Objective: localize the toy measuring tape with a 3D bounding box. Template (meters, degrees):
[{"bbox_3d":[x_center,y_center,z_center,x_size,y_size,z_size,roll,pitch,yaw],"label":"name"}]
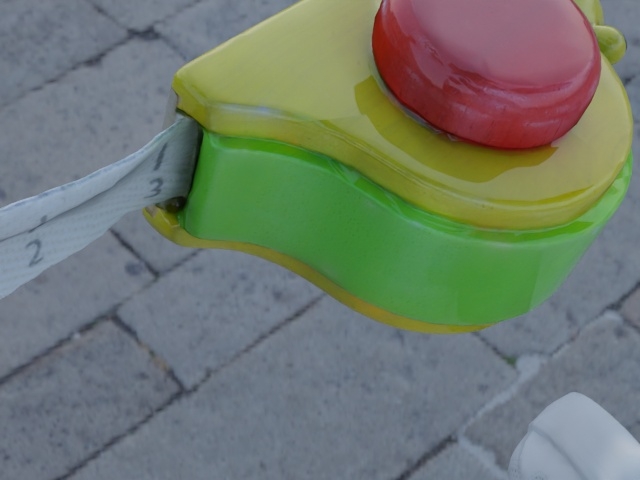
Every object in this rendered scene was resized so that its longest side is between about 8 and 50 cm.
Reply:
[{"bbox_3d":[0.000,0.000,0.357,0.121,0.121,0.330,31,48,26],"label":"toy measuring tape"}]

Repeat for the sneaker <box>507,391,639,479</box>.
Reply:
[{"bbox_3d":[0.071,0.165,0.407,0.169,0.108,0.292,-32,19,4],"label":"sneaker"}]
